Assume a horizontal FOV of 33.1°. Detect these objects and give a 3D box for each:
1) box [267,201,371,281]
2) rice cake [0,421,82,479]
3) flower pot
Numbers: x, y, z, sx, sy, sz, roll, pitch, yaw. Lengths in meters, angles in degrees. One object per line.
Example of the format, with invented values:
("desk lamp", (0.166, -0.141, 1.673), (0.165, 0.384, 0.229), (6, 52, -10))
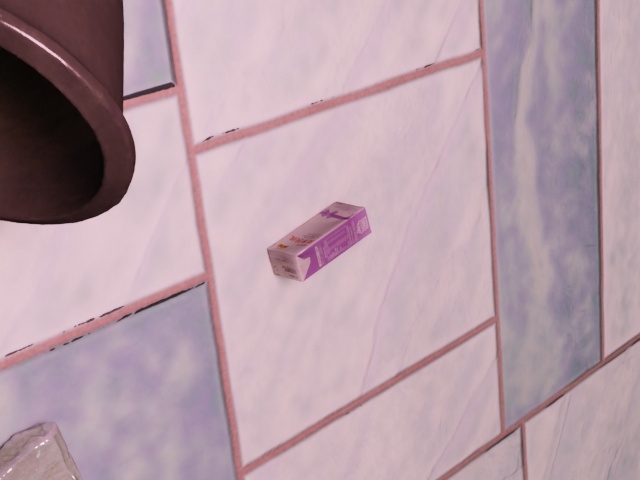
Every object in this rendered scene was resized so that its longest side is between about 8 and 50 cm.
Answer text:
("box", (0.000, 0.000, 1.186), (0.117, 0.051, 0.036), (-36, 122, -36))
("rice cake", (-0.305, 0.252, 0.936), (0.226, 0.040, 0.085), (-38, 125, -40))
("flower pot", (-0.246, -0.146, 0.789), (0.269, 0.269, 0.166), (46, 45, -42))
